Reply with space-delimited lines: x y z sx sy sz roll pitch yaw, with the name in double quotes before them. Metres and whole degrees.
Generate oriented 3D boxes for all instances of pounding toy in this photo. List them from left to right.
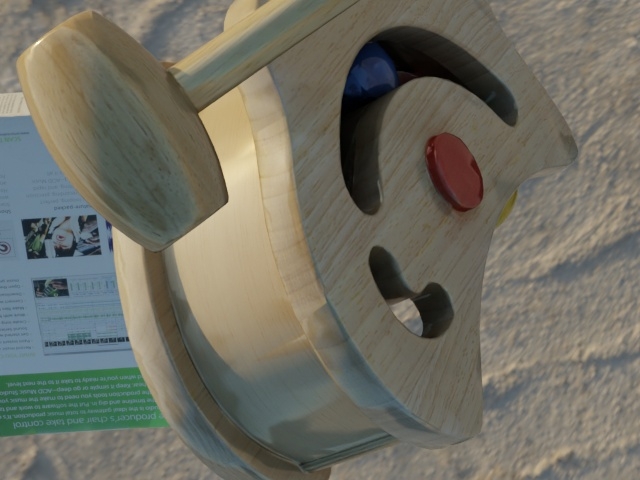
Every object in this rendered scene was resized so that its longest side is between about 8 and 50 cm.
"pounding toy" 0.030 -0.018 0.444 0.155 0.269 0.154 -24 92 33

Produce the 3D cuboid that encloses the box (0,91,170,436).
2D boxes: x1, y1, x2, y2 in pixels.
"box" -0.217 0.025 1.197 0.232 0.058 0.322 -3 117 -1
